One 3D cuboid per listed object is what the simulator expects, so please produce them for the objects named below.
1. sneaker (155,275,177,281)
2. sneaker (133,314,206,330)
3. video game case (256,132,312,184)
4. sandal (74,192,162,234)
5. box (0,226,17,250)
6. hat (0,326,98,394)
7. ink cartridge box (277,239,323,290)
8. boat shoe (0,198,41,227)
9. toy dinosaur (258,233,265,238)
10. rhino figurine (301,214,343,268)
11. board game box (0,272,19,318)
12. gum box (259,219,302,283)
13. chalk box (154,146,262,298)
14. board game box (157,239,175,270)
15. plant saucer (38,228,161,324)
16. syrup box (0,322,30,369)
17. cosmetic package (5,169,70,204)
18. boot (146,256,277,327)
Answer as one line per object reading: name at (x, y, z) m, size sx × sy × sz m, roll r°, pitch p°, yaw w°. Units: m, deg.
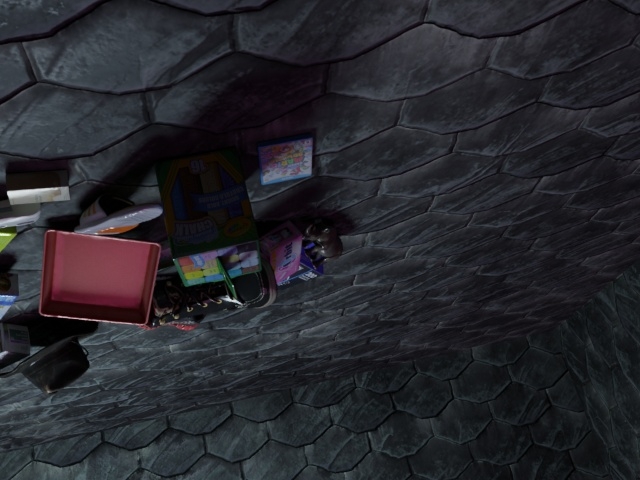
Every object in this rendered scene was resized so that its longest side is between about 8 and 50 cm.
sneaker at (-0.434, 0.145, 2.025) m, size 0.170 × 0.075 × 0.063 m, roll -3°, pitch 155°, yaw -25°
sneaker at (-0.448, 0.208, 2.134) m, size 0.135 × 0.098 × 0.276 m, roll -30°, pitch 155°, yaw 33°
video game case at (-0.077, -0.178, 1.574) m, size 0.119 × 0.015 × 0.166 m, roll -12°, pitch 157°, yaw -7°
sandal at (-0.431, -0.067, 1.531) m, size 0.265 × 0.076 × 0.102 m, roll -15°, pitch 170°, yaw 39°
box at (-0.753, -0.017, 1.504) m, size 0.178 × 0.042 × 0.109 m, roll 10°, pitch 146°, yaw -44°
hat at (-0.803, 0.390, 2.157) m, size 0.331 × 0.134 × 0.331 m, roll -27°, pitch 179°, yaw -1°
ink cartridge box at (-0.079, 0.078, 2.125) m, size 0.208 × 0.045 × 0.206 m, roll -24°, pitch 155°, yaw 18°
boat shoe at (-0.671, -0.051, 1.461) m, size 0.184 × 0.066 × 0.063 m, roll -15°, pitch 158°, yaw -25°
toy dinosaur at (-0.230, 0.009, 1.832) m, size 0.118 × 0.064 × 0.268 m, roll -39°, pitch 160°, yaw 13°
rhino figurine at (0.000, 0.000, 1.953) m, size 0.106 × 0.073 × 0.243 m, roll -28°, pitch 155°, yaw 0°
board game box at (-0.944, 0.164, 1.726) m, size 0.318 × 0.066 × 0.318 m, roll 7°, pitch 149°, yaw -38°
gum box at (-0.111, 0.036, 1.906) m, size 0.107 × 0.062 × 0.188 m, roll -32°, pitch 154°, yaw -24°
chalk box at (-0.228, -0.018, 1.499) m, size 0.179 × 0.289 × 0.180 m, roll -12°, pitch 157°, yaw -7°
board game box at (-0.433, 0.046, 1.861) m, size 0.154 × 0.026 × 0.103 m, roll -19°, pitch 156°, yaw 11°
plant saucer at (-0.527, 0.081, 1.699) m, size 0.258 × 0.048 × 0.259 m, roll 8°, pitch 125°, yaw -16°
syrup box at (-0.976, 0.330, 2.096) m, size 0.237 × 0.096 × 0.093 m, roll -26°, pitch 156°, yaw 20°
cosmetic package at (-0.561, -0.106, 1.416) m, size 0.115 × 0.041 × 0.060 m, roll -7°, pitch 156°, yaw -17°
boot at (-0.306, 0.137, 1.851) m, size 0.284 × 0.138 × 0.377 m, roll -13°, pitch -174°, yaw -33°
